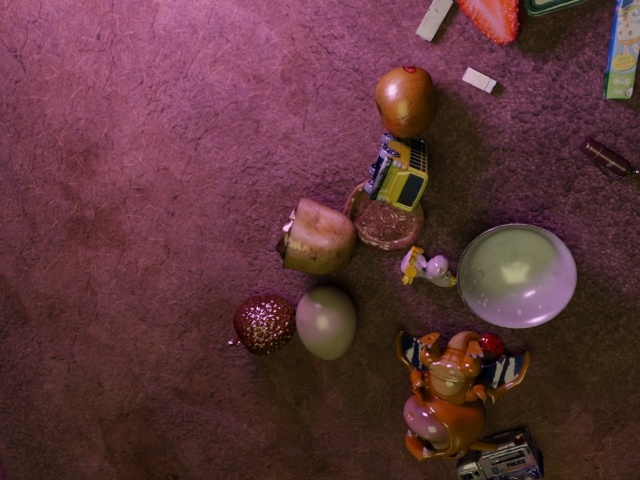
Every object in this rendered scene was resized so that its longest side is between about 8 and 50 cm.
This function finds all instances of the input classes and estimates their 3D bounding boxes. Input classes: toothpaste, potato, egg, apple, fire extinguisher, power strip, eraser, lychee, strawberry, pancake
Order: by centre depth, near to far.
[{"bbox_3d":[0.737,-0.478,1.612,0.065,0.050,0.267,4,114,11],"label":"toothpaste"},{"bbox_3d":[0.413,-0.621,1.614,0.188,0.106,0.286,0,134,46],"label":"strawberry"},{"bbox_3d":[0.296,-0.578,1.710,0.051,0.019,0.136,30,117,3],"label":"power strip"},{"bbox_3d":[0.747,-0.205,1.733,0.157,0.045,0.078,32,145,0],"label":"fire extinguisher"},{"bbox_3d":[0.227,-0.362,1.738,0.155,0.182,0.182,-21,107,-2],"label":"apple"},{"bbox_3d":[0.415,-0.420,1.744,0.083,0.019,0.038,28,115,2],"label":"eraser"},{"bbox_3d":[0.000,0.000,1.909,0.242,0.285,0.243,0,80,0],"label":"potato"},{"bbox_3d":[0.187,-0.068,1.944,0.250,0.031,0.250,9,121,15],"label":"pancake"},{"bbox_3d":[0.020,0.256,2.049,0.188,0.188,0.254,1,118,15],"label":"egg"},{"bbox_3d":[-0.185,0.271,2.112,0.238,0.200,0.200,-34,101,3],"label":"lychee"}]

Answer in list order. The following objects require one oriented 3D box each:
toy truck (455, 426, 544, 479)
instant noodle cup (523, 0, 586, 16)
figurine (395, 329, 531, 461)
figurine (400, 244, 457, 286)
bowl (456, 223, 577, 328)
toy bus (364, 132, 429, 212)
[{"bbox_3d":[0.562,0.710,2.130,0.268,0.124,0.155,-24,97,21],"label":"toy truck"},{"bbox_3d":[0.551,-0.635,1.589,0.157,0.070,0.179,-12,110,22],"label":"instant noodle cup"},{"bbox_3d":[0.414,0.457,1.985,0.401,0.268,0.387,3,111,9],"label":"figurine"},{"bbox_3d":[0.324,0.088,1.957,0.178,0.109,0.130,9,141,11],"label":"figurine"},{"bbox_3d":[0.539,0.073,1.850,0.313,0.146,0.313,6,115,12],"label":"bowl"},{"bbox_3d":[0.212,-0.191,1.770,0.150,0.262,0.128,21,118,-2],"label":"toy bus"}]
